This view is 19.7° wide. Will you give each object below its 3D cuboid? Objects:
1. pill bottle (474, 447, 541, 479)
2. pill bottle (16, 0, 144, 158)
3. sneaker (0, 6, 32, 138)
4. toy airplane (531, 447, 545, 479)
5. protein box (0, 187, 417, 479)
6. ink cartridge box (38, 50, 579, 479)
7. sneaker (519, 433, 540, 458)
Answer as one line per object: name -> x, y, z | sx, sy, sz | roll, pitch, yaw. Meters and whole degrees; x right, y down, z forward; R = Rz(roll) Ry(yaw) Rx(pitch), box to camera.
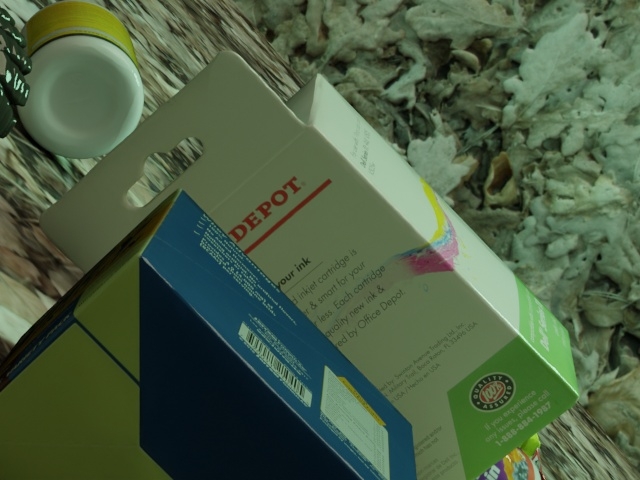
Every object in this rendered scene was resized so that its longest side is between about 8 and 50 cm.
pill bottle -> 0.086, 0.172, 1.521 | 0.193, 0.108, 0.108 | 42, 9, -31
pill bottle -> -0.204, -0.143, 1.544 | 0.103, 0.103, 0.184 | 44, 9, -22
sneaker -> -0.310, -0.204, 1.176 | 0.343, 0.134, 0.146 | 52, 10, 28
toy airplane -> 0.200, 0.266, 1.677 | 0.028, 0.151, 0.151 | -8, 43, -29
protein box -> -0.062, 0.101, 0.976 | 0.200, 0.136, 0.201 | 46, 8, -7
ink cartridge box -> -0.006, 0.030, 1.330 | 0.353, 0.207, 0.119 | 46, 19, -14
sneaker -> 0.108, 0.159, 1.700 | 0.295, 0.109, 0.123 | 36, 17, -52
